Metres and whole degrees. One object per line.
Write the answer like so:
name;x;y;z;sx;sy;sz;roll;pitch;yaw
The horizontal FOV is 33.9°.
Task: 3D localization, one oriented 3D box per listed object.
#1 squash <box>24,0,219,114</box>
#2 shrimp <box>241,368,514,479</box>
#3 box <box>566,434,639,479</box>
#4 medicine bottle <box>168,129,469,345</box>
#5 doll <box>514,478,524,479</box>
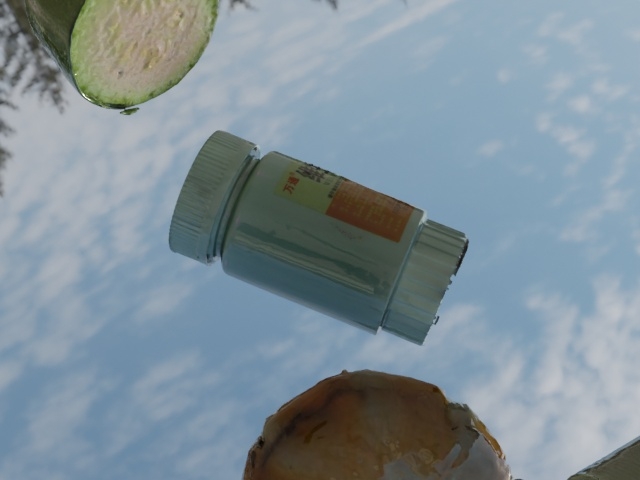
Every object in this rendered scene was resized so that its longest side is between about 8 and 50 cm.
squash;-0.195;-0.215;0.988;0.123;0.170;0.170;33;-124;27
shrimp;0.033;0.205;0.553;0.152;0.287;0.063;-2;-167;-3
box;0.364;0.320;1.000;0.343;0.352;0.177;-16;-142;-36
medicine bottle;0.000;0.000;1.212;0.318;0.158;0.158;23;-140;7
doll;0.284;0.533;1.801;0.174;0.235;0.330;5;160;-22
